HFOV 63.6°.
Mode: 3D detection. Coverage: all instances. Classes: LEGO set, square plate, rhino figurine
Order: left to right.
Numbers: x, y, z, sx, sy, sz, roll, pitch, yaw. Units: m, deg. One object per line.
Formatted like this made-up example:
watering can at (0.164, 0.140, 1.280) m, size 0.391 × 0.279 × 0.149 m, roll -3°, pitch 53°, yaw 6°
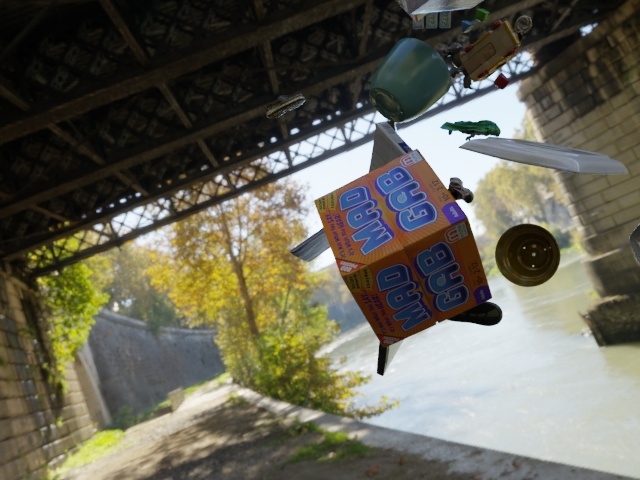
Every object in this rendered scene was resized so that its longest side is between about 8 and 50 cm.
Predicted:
LEGO set at (0.517, -1.116, 2.404) m, size 0.182 × 0.245 × 0.060 m, roll 10°, pitch 30°, yaw 24°
rhino figurine at (0.652, -0.800, 2.384) m, size 0.106 × 0.243 × 0.073 m, roll -42°, pitch 20°, yaw -13°
square plate at (0.622, -0.240, 1.435) m, size 0.343 × 0.049 × 0.347 m, roll -7°, pitch 23°, yaw -40°

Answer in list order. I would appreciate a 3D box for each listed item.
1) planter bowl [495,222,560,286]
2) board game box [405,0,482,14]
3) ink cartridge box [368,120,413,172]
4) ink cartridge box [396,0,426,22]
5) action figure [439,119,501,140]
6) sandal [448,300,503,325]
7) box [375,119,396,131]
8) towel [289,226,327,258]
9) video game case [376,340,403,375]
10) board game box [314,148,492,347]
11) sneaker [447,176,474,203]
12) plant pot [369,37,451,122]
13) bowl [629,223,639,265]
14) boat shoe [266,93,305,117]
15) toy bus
planter bowl at (0.726, 0.049, 1.786) m, size 0.217 × 0.217 × 0.090 m, roll -29°, pitch -17°, yaw 36°
board game box at (0.525, -0.920, 1.850) m, size 0.318 × 0.066 × 0.318 m, roll -17°, pitch 5°, yaw -24°
ink cartridge box at (0.245, -0.253, 1.763) m, size 0.045 × 0.223 × 0.224 m, roll -16°, pitch -40°, yaw -20°
ink cartridge box at (0.365, -1.079, 2.199) m, size 0.100 × 0.237 × 0.172 m, roll -39°, pitch -16°, yaw 8°
action figure at (0.541, -0.387, 1.801) m, size 0.137 × 0.064 × 0.232 m, roll -20°, pitch 22°, yaw -18°
sandal at (0.582, 0.268, 2.043) m, size 0.302 × 0.120 × 0.086 m, roll 14°, pitch 16°, yaw 43°
box at (0.272, -0.381, 2.062) m, size 0.077 × 0.148 × 0.180 m, roll -8°, pitch -4°, yaw 12°
towel at (0.000, 0.000, 2.267) m, size 0.243 × 0.040 × 0.336 m, roll -36°, pitch -14°, yaw 4°
video game case at (0.284, 0.337, 1.949) m, size 0.248 × 0.035 × 0.275 m, roll -48°, pitch -31°, yaw -41°
board game box at (0.241, 0.023, 1.544) m, size 0.356 × 0.356 × 0.357 m, roll -26°, pitch -49°, yaw 6°
sneaker at (0.601, -0.203, 2.255) m, size 0.178 × 0.077 × 0.072 m, roll 34°, pitch -12°, yaw -36°
plant pot at (0.341, -0.622, 2.094) m, size 0.235 × 0.293 × 0.293 m, roll -48°, pitch -3°, yaw -14°
bowl at (1.053, 0.015, 1.637) m, size 0.053 × 0.142 × 0.142 m, roll -8°, pitch -29°, yaw -1°
boat shoe at (-0.114, -0.426, 1.601) m, size 0.152 × 0.049 × 0.056 m, roll -16°, pitch -6°, yaw 35°
toy bus at (0.492, -0.532, 1.430) m, size 0.104 × 0.202 × 0.191 m, roll -23°, pitch -50°, yaw -39°
